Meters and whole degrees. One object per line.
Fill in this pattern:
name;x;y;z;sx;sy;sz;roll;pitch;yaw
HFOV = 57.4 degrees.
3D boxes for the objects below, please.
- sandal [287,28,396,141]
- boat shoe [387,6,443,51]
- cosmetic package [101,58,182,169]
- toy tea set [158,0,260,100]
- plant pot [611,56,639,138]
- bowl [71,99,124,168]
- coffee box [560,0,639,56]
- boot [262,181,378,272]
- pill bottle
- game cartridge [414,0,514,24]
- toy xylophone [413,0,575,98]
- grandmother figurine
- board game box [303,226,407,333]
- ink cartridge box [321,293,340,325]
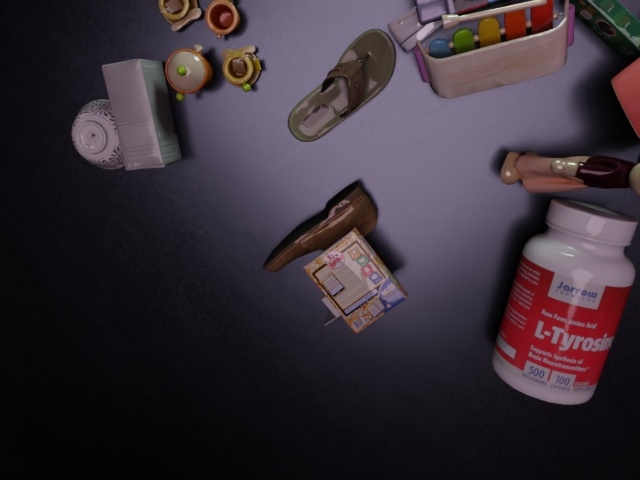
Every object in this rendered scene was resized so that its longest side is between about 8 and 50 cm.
sandal;0.049;-0.328;1.289;0.120;0.086;0.303;44;106;-5
boat shoe;0.255;-0.506;1.211;0.258;0.095;0.084;-39;101;14
cosmetic package;-0.405;-0.288;1.341;0.107;0.127;0.237;-4;106;9
toy tea set;-0.265;-0.475;1.272;0.200;0.124;0.335;-13;103;11
plant pot;0.712;-0.286;1.101;0.243;0.275;0.274;-28;100;33
bowl;-0.527;-0.248;1.391;0.170;0.080;0.170;2;104;8
coffee box;0.577;-0.446;1.177;0.184;0.113;0.040;41;103;-3
boot;0.000;0.000;1.380;0.305;0.112;0.115;-36;108;13
pill bottle;0.533;0.126;1.273;0.229;0.229;0.407;12;106;4
game cartridge;0.339;-0.568;1.109;0.355;0.068;0.230;-13;95;14
toy xylophone;0.350;-0.395;1.169;0.323;0.236;0.081;-6;61;10
grandmother figurine;0.543;-0.132;1.156;0.208;0.342;0.103;-15;107;-31
board game box;0.079;0.090;1.310;0.147;0.045;0.193;-37;94;15
ink cartridge box;0.067;0.117;1.396;0.180;0.104;0.060;-37;97;15
